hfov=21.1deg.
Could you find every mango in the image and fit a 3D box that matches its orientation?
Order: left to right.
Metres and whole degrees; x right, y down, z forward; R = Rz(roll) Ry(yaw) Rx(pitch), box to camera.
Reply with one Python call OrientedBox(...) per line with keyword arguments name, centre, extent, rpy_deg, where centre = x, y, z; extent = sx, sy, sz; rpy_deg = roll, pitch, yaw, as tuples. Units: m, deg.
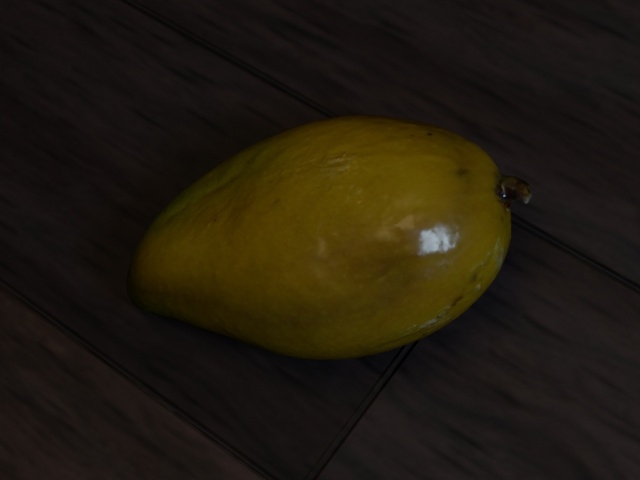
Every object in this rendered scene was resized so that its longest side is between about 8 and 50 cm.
OrientedBox(name="mango", centre=(0.000, 0.000, 1.210), extent=(0.317, 0.119, 0.176), rpy_deg=(-7, 65, 27))
